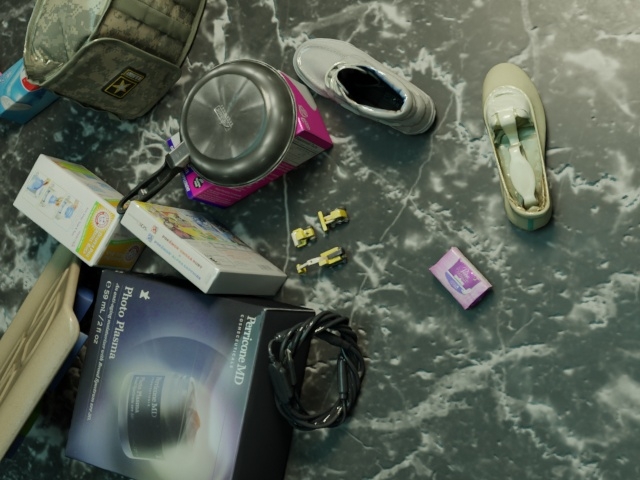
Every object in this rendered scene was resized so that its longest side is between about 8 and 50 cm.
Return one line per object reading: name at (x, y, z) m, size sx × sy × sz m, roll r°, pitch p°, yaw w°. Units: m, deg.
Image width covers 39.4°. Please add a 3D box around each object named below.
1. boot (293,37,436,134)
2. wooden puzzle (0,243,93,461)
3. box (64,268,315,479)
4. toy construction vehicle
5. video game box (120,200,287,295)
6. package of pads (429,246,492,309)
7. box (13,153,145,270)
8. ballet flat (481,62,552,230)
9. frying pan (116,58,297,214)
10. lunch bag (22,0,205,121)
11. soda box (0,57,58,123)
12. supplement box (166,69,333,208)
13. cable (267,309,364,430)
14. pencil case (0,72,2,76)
boot at (0.047, -0.243, 1.324) m, size 0.258 × 0.123 × 0.095 m, roll 29°, pitch 97°, yaw 24°
wooden puzzle at (-0.465, 0.194, 1.470) m, size 0.322 × 0.081 × 0.348 m, roll -56°, pitch 24°, yaw 10°
box at (-0.196, 0.215, 1.359) m, size 0.294 × 0.183 × 0.296 m, roll 11°, pitch 89°, yaw 24°
toy construction vehicle at (0.000, 0.000, 1.369) m, size 0.098 × 0.035 × 0.085 m, roll -20°, pitch 77°, yaw 22°
video game box at (-0.173, 0.015, 1.354) m, size 0.187 × 0.205 × 0.048 m, roll 39°, pitch 102°, yaw 23°
package of pads at (0.200, 0.053, 1.274) m, size 0.050 × 0.032 × 0.083 m, roll -47°, pitch 69°, yaw 15°
box at (-0.396, -0.045, 1.512) m, size 0.203 × 0.114 × 0.103 m, roll 34°, pitch 98°, yaw 23°
ballet flat at (0.271, -0.137, 1.234) m, size 0.086 × 0.086 × 0.248 m, roll -16°, pitch 78°, yaw 23°
frying pan at (-0.189, -0.166, 1.347) m, size 0.326 × 0.053 × 0.197 m, roll -11°, pitch 79°, yaw 20°
lunch bag at (-0.329, -0.343, 1.445) m, size 0.169 × 0.235 × 0.286 m, roll 22°, pitch 94°, yaw 27°
soda box at (-0.496, -0.298, 1.608) m, size 0.210 × 0.071 × 0.067 m, roll -33°, pitch 72°, yaw 18°
supplement box at (-0.110, -0.153, 1.395) m, size 0.220 × 0.114 × 0.111 m, roll -29°, pitch 72°, yaw 18°
cable at (-0.002, 0.192, 1.299) m, size 0.047 × 0.151 × 0.184 m, roll 15°, pitch 130°, yaw 52°
pencil case at (-0.671, -0.338, 1.687) m, size 0.098 × 0.095 × 0.209 m, roll -36°, pitch 72°, yaw -8°
